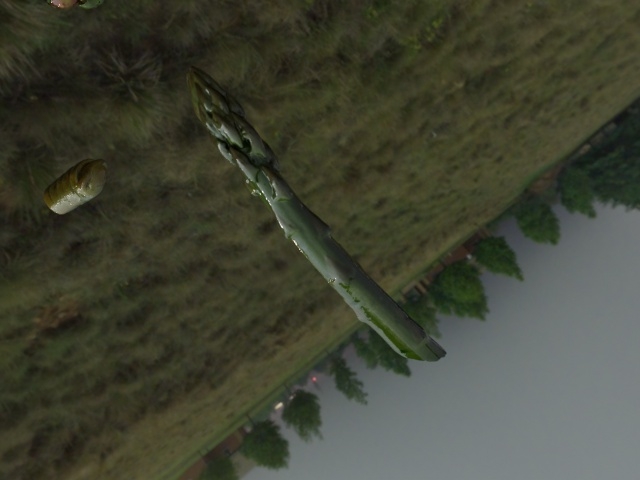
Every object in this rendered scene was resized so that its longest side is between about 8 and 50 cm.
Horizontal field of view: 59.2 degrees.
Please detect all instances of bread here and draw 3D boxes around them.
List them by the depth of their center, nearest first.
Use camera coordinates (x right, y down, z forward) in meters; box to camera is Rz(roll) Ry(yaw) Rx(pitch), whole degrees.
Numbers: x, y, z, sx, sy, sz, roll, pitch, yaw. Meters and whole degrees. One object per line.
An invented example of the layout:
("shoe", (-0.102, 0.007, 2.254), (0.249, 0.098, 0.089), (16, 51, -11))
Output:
("bread", (-0.265, -0.060, 0.606), (0.087, 0.049, 0.033), (-20, 136, 31))

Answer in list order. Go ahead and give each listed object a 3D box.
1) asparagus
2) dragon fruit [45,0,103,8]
("asparagus", (0.001, -0.001, 0.328), (0.027, 0.236, 0.034), (-27, -155, 32))
("dragon fruit", (-0.291, -0.299, 0.547), (0.138, 0.175, 0.142), (-8, -144, 37))
